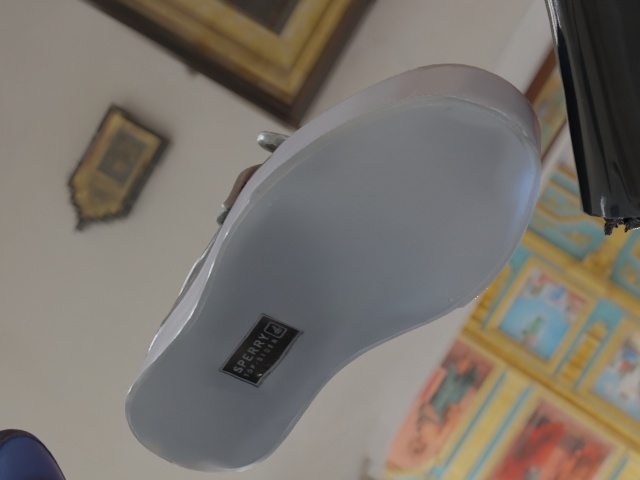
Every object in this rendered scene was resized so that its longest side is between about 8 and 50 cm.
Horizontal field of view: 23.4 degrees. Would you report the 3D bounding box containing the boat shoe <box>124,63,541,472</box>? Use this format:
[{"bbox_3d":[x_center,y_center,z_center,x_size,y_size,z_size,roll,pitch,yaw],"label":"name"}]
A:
[{"bbox_3d":[0.004,0.002,0.735,0.113,0.306,0.105,24,-132,-10],"label":"boat shoe"}]

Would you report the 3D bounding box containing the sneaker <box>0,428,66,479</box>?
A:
[{"bbox_3d":[-0.191,0.269,1.300,0.130,0.236,0.323,19,-133,-41],"label":"sneaker"}]

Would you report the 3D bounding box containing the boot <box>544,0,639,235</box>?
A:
[{"bbox_3d":[0.161,-0.139,0.636,0.094,0.246,0.207,2,120,47],"label":"boot"}]
